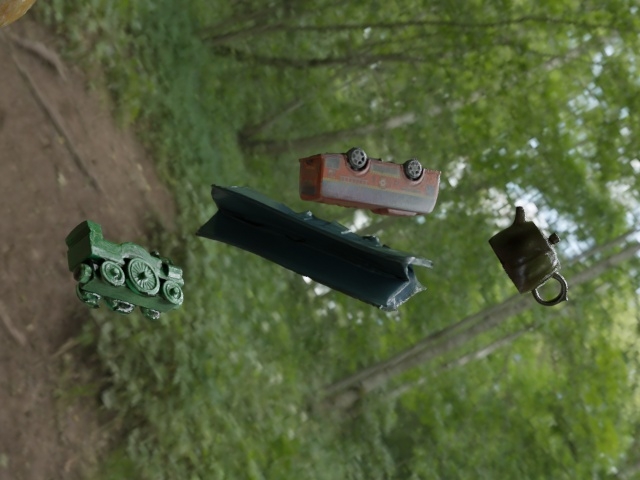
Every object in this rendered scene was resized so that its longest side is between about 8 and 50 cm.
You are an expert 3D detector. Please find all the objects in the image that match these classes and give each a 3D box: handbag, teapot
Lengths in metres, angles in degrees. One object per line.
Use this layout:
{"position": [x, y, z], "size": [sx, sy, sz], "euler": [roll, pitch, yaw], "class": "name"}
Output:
{"position": [0.000, 0.000, 0.910], "size": [0.221, 0.057, 0.144], "euler": [21, 11, 18], "class": "handbag"}
{"position": [0.238, 0.020, 0.994], "size": [0.121, 0.068, 0.076], "euler": [57, 11, -5], "class": "teapot"}

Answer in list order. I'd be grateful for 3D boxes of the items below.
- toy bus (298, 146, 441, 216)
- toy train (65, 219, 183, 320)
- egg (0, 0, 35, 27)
{"position": [0.065, -0.074, 1.163], "size": [0.065, 0.192, 0.077], "euler": [1, -95, 60], "class": "toy bus"}
{"position": [-0.262, 0.046, 1.221], "size": [0.178, 0.071, 0.104], "euler": [23, 39, -47], "class": "toy train"}
{"position": [-0.531, -0.450, 1.425], "size": [0.203, 0.203, 0.245], "euler": [45, -58, 43], "class": "egg"}
